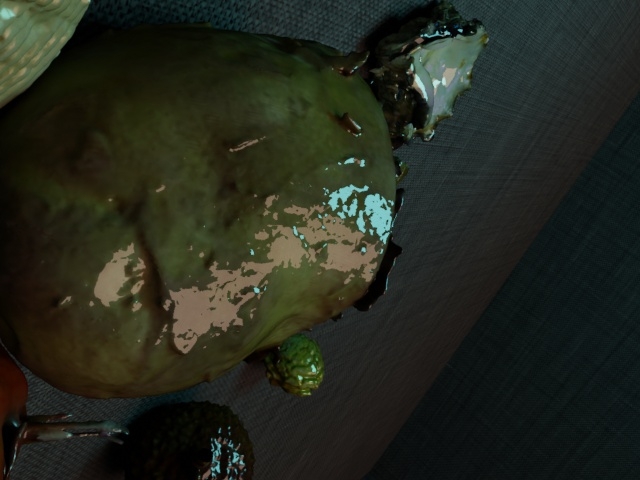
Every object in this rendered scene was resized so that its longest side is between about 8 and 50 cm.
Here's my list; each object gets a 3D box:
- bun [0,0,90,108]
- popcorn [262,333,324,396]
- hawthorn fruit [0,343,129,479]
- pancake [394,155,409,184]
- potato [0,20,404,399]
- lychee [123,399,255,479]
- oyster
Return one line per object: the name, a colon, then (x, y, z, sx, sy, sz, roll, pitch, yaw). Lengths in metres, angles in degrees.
bun: (-0.211, -0.124, 0.266, 0.220, 0.134, 0.220, -37, -179, 1)
popcorn: (-0.049, 0.215, 1.090, 0.106, 0.121, 0.116, 3, 122, -21)
hawthorn fruit: (-0.272, 0.129, 0.384, 0.299, 0.211, 0.211, -4, 136, -20)
pancake: (-0.004, -0.002, 0.931, 0.376, 0.054, 0.197, -42, 157, -24)
potato: (-0.117, -0.040, 0.453, 0.301, 0.289, 0.237, -31, 148, 30)
lychee: (-0.188, 0.326, 0.901, 0.200, 0.200, 0.238, -37, 168, -29)
oyster: (0.141, -0.213, 0.845, 0.198, 0.092, 0.259, -59, 165, 18)
